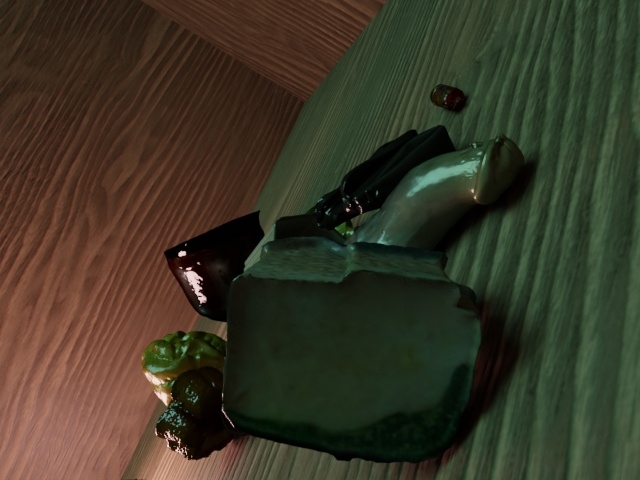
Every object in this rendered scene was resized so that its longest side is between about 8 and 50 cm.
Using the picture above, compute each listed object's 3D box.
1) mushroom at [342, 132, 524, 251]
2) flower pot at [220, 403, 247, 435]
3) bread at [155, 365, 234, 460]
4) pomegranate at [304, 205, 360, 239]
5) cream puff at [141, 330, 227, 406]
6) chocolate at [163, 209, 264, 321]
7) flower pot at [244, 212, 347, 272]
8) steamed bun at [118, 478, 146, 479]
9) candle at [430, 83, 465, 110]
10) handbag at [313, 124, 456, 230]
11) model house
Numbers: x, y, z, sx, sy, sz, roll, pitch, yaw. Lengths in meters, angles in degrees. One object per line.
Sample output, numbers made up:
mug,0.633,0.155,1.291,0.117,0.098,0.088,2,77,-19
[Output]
mushroom,0.168,-0.032,0.915,0.397,0.126,0.177,-51,20,29
flower pot,-0.191,0.427,1.351,0.089,0.111,0.111,115,179,-69
bread,-0.308,0.459,1.427,0.135,0.246,0.232,22,86,31
pomegranate,0.031,-0.011,1.366,0.122,0.169,0.143,70,-149,-59
cream puff,-0.417,0.412,1.817,0.257,0.291,0.324,-38,-4,2
chocolate,-0.329,0.114,1.915,0.383,0.331,0.383,-23,2,1
flower pot,-0.048,0.079,1.234,0.189,0.209,0.239,-49,34,43
steamed bun,-0.463,0.782,1.300,0.374,0.241,0.374,-49,21,26
candle,0.282,-0.314,1.197,0.052,0.052,0.131,-57,15,16
handbag,0.118,-0.119,1.115,0.257,0.113,0.285,-36,8,-18
model house,0.046,0.111,0.753,0.284,0.298,0.243,-70,-14,-71
